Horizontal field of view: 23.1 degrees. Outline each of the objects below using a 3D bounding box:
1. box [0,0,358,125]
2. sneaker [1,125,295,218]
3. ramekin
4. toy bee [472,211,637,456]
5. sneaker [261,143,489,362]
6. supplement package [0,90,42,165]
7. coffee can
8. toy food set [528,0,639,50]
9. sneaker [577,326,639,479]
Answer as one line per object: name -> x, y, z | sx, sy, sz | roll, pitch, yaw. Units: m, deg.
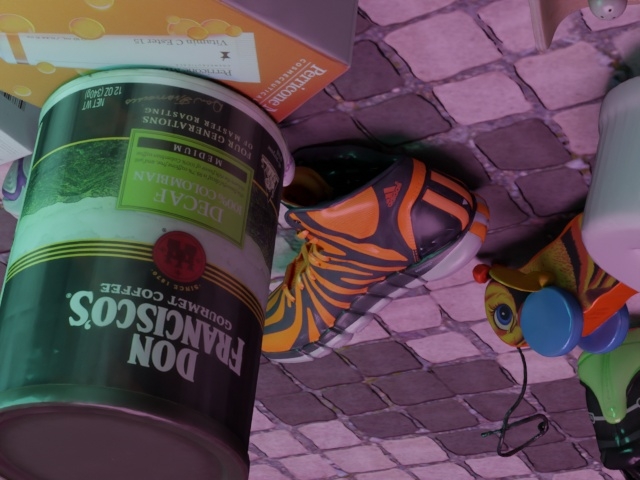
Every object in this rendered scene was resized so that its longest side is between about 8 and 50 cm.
box -> -0.167, -0.217, 1.183 | 0.345, 0.168, 0.215 | 23, 145, -27
sneaker -> -0.166, -0.056, 1.493 | 0.305, 0.114, 0.152 | -12, 143, 27
ramekin -> 0.361, -0.025, 1.361 | 0.277, 0.135, 0.277 | 19, 165, 5
toy bee -> 0.223, 0.056, 1.599 | 0.298, 0.162, 0.195 | -44, 147, 14
sneaker -> 0.000, 0.000, 1.576 | 0.180, 0.125, 0.321 | 32, 129, -29
supplement package -> -0.351, -0.121, 1.428 | 0.179, 0.105, 0.105 | -16, 143, 31
coffee can -> -0.138, 0.040, 1.174 | 0.201, 0.275, 0.201 | 5, 150, 3
toy food set -> 0.303, -0.225, 1.166 | 0.306, 0.092, 0.220 | -3, 148, 13
sneaker -> 0.464, 0.275, 1.845 | 0.482, 0.202, 0.185 | 29, 142, -32
